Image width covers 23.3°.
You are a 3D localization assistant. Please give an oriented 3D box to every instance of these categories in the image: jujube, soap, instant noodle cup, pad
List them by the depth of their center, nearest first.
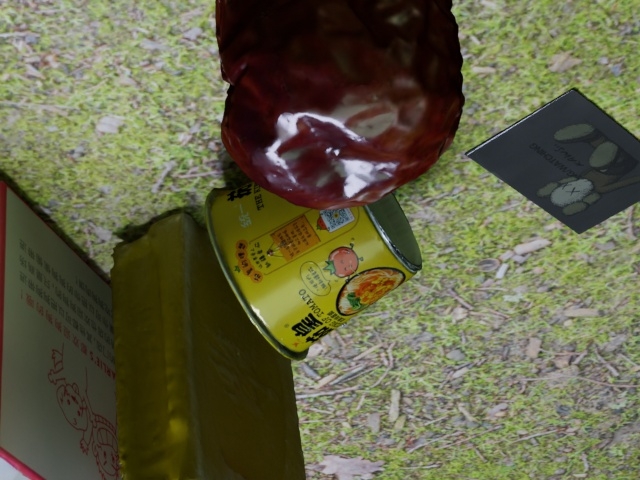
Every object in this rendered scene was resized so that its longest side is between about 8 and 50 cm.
[{"bbox_3d":[0.014,-0.139,1.197,0.213,0.232,0.213,-2,141,-2],"label":"jujube"},{"bbox_3d":[0.000,0.000,1.440,0.144,0.182,0.182,-29,138,14],"label":"instant noodle cup"},{"bbox_3d":[-0.104,0.143,1.487,0.091,0.315,0.199,-26,137,23],"label":"soap"},{"bbox_3d":[0.247,-0.072,1.502,0.127,0.004,0.190,-32,135,31],"label":"pad"}]

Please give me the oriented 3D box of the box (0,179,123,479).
[{"bbox_3d":[-0.355,0.174,1.501,0.300,0.312,0.314,-20,142,15],"label":"box"}]
